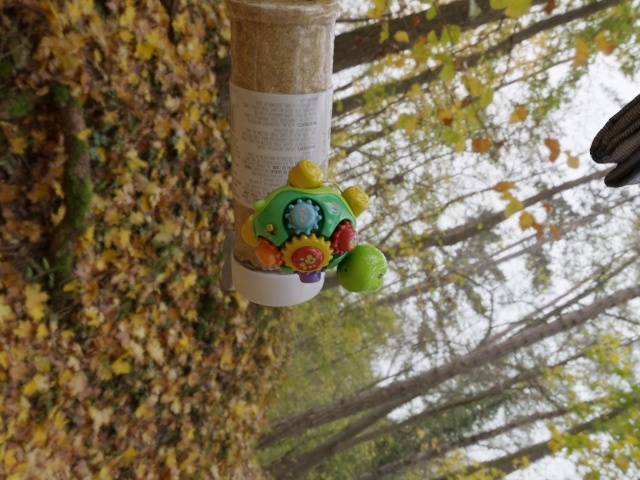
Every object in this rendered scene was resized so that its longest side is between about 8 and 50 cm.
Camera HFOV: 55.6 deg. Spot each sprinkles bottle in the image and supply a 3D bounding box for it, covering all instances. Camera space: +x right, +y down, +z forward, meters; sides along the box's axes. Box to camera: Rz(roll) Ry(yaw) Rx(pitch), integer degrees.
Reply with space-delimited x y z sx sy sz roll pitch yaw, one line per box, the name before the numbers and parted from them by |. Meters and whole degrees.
sprinkles bottle | -0.048 -0.098 0.714 0.121 0.121 0.355 -123 -148 -57

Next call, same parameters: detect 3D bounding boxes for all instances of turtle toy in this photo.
turtle toy | 0.000 0.000 0.499 0.130 0.095 0.066 26 37 -27

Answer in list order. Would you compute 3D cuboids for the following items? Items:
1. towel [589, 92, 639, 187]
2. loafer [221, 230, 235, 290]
towel | 0.266 -0.117 0.235 0.285 0.209 0.034 118 -42 -59
loafer | -0.170 0.043 1.217 0.039 0.045 0.125 32 49 -50
